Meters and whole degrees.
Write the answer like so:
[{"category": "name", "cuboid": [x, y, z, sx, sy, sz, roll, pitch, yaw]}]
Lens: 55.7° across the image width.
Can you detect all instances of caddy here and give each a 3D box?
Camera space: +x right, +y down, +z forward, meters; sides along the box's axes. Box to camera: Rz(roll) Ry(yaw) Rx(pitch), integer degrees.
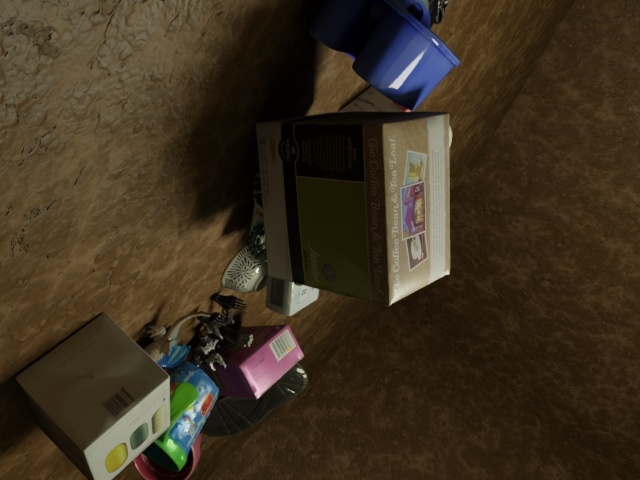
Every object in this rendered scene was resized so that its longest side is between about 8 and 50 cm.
[{"category": "caddy", "cuboid": [0.133, -0.387, 1.132, 0.179, 0.241, 0.341, -49, 166, 18]}]

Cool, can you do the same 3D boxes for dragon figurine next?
[{"category": "dragon figurine", "cuboid": [-0.372, 0.257, 1.442, 0.289, 0.085, 0.144, -46, 166, 0]}]

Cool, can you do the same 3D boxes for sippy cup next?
[{"category": "sippy cup", "cuboid": [-0.393, 0.440, 1.588, 0.224, 0.306, 0.240, -53, 130, -34]}]

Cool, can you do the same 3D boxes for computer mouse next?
[{"category": "computer mouse", "cuboid": [0.215, -0.508, 1.401, 0.272, 0.072, 0.188, -58, 165, -20]}]

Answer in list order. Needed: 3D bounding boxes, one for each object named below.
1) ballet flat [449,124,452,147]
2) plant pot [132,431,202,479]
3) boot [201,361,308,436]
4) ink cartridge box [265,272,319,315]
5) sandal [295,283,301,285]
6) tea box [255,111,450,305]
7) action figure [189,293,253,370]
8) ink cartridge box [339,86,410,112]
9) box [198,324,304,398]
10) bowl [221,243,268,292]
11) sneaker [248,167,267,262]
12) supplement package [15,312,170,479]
[{"category": "ballet flat", "cuboid": [0.238, -0.199, 1.756, 0.139, 0.139, 0.400, -39, 173, -36]}, {"category": "plant pot", "cuboid": [-0.456, 0.629, 1.884, 0.201, 0.201, 0.180, -54, 178, 11]}, {"category": "boot", "cuboid": [-0.234, 0.462, 2.001, 0.377, 0.138, 0.284, -32, -157, 1]}, {"category": "ink cartridge box", "cuboid": [0.000, 0.000, 1.679, 0.385, 0.091, 0.308, -24, 125, -54]}, {"category": "sandal", "cuboid": [-0.025, 0.008, 1.482, 0.090, 0.060, 0.219, 9, 98, -60]}, {"category": "tea box", "cuboid": [0.066, -0.082, 1.203, 0.220, 0.324, 0.328, -19, 113, -44]}, {"category": "action figure", "cuboid": [-0.277, 0.278, 1.659, 0.164, 0.141, 0.275, -48, 164, -43]}, {"category": "ink cartridge box", "cuboid": [0.122, -0.299, 1.506, 0.198, 0.115, 0.067, -43, 163, -27]}, {"category": "box", "cuboid": [-0.216, 0.359, 1.821, 0.243, 0.117, 0.213, -12, -161, 47]}, {"category": "bowl", "cuboid": [-0.175, 0.083, 1.611, 0.170, 0.080, 0.170, -45, 162, -19]}, {"category": "sneaker", "cuboid": [-0.110, -0.099, 1.397, 0.122, 0.110, 0.283, -101, -153, -66]}, {"category": "supplement package", "cuboid": [-0.440, 0.327, 1.216, 0.199, 0.198, 0.262, -40, 161, -34]}]
